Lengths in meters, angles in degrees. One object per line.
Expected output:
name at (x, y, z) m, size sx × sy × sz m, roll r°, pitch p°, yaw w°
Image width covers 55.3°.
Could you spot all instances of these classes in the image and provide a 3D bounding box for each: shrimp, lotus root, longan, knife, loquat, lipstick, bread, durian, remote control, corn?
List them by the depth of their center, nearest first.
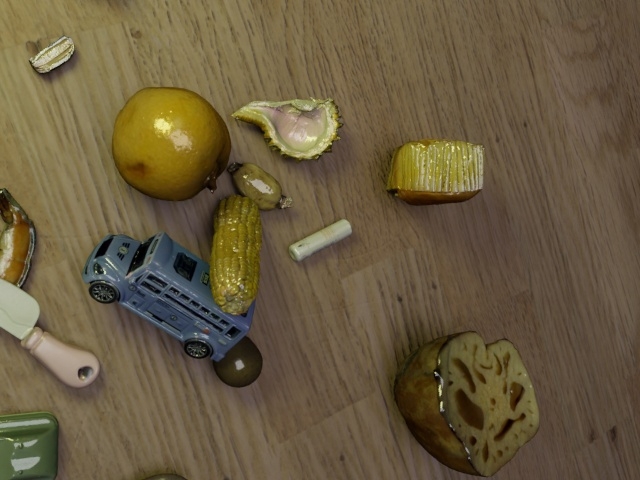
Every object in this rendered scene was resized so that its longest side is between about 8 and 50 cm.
shrimp at (-0.598, -0.009, 0.976) m, size 0.290 × 0.054 × 0.222 m, roll 40°, pitch 77°, yaw -31°
remote control at (-0.608, 0.360, 0.993) m, size 0.335 × 0.065 × 0.128 m, roll 1°, pitch 89°, yaw -26°
knife at (-0.499, 0.134, 1.019) m, size 0.081 × 0.043 × 0.336 m, roll -51°, pitch 122°, yaw -19°
lotus root at (-0.460, -0.318, 1.055) m, size 0.083 × 0.030 × 0.037 m, roll -43°, pitch 115°, yaw -16°
loquat at (-0.256, -0.166, 1.063) m, size 0.208 × 0.208 × 0.208 m, roll -1°, pitch 93°, yaw -26°
corn at (-0.149, 0.022, 1.097) m, size 0.101 × 0.292 × 0.101 m, roll -4°, pitch 126°, yaw -5°
longan at (-0.162, 0.231, 1.192) m, size 0.092 × 0.113 × 0.113 m, roll -36°, pitch 113°, yaw 26°
lotus root at (-0.118, -0.103, 1.211) m, size 0.152 × 0.063 × 0.072 m, roll 32°, pitch 59°, yaw -19°
durian at (-0.070, -0.233, 1.228) m, size 0.224 × 0.078 × 0.140 m, roll 10°, pitch 100°, yaw -15°
bread at (0.239, -0.140, 1.283) m, size 0.179 × 0.250 × 0.133 m, roll -3°, pitch 95°, yaw -13°
lipstick at (0.000, 0.000, 1.286) m, size 0.141 × 0.040 × 0.040 m, roll -28°, pitch 104°, yaw -22°
lotus root at (0.304, 0.327, 1.350) m, size 0.316 × 0.250 × 0.316 m, roll 6°, pitch 79°, yaw -29°

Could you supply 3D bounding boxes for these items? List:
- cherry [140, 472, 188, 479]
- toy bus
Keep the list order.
cherry at (-0.305, 0.524, 1.122) m, size 0.148 × 0.115 × 0.188 m, roll 16°, pitch 91°, yaw -45°
toy bus at (-0.262, 0.085, 1.088) m, size 0.292 × 0.125 × 0.133 m, roll 37°, pitch 119°, yaw -22°
